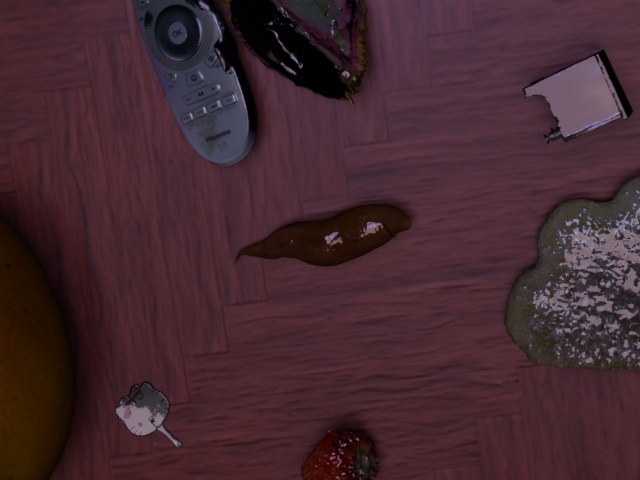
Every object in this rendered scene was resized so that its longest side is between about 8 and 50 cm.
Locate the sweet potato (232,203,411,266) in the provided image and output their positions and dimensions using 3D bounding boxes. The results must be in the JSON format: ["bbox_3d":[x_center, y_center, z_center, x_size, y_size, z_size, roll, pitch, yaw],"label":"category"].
[{"bbox_3d":[0.000,0.000,1.696,0.194,0.056,0.056,-10,98,14],"label":"sweet potato"}]

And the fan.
[{"bbox_3d":[-0.179,0.192,1.770,0.083,0.004,0.056,43,101,-2],"label":"fan"}]

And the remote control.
[{"bbox_3d":[-0.129,-0.199,1.675,0.097,0.045,0.256,-17,95,29],"label":"remote control"}]

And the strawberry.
[{"bbox_3d":[0.016,0.231,1.726,0.083,0.073,0.073,-12,99,32],"label":"strawberry"}]

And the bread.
[{"bbox_3d":[0.328,0.035,1.661,0.286,0.056,0.207,-1,101,6],"label":"bread"}]

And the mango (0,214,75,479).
[{"bbox_3d":[-0.386,0.121,1.681,0.263,0.221,0.378,-15,108,4],"label":"mango"}]

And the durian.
[{"bbox_3d":[-0.014,-0.230,1.648,0.186,0.119,0.108,45,64,-14],"label":"durian"}]

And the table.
[{"bbox_3d":[0.253,-0.138,1.626,0.082,0.083,0.070,-24,93,17],"label":"table"}]
